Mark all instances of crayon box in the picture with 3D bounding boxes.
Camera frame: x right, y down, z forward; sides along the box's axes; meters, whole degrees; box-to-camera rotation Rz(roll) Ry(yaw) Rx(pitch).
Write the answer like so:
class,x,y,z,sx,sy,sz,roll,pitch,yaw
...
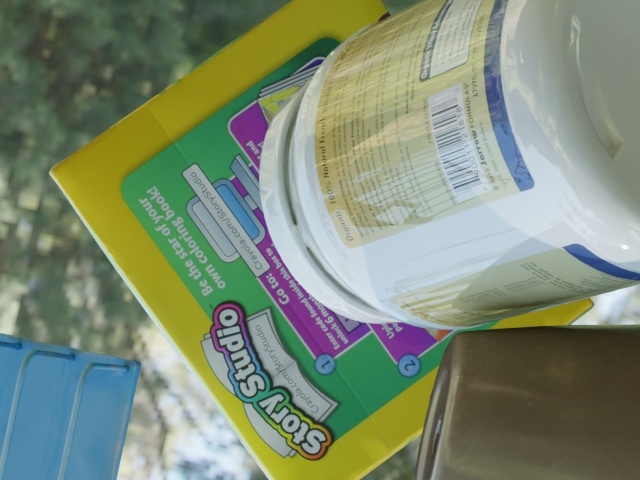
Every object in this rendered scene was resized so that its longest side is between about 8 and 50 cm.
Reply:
class,x,y,z,sx,sy,sz,roll,pitch,yaw
crayon box,0.000,0.000,1.658,0.363,0.313,0.106,55,176,-3

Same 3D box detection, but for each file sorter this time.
class,x,y,z,sx,sy,sz,roll,pitch,yaw
file sorter,-0.225,0.119,1.281,0.170,0.118,0.104,11,176,12

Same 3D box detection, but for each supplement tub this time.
class,x,y,z,sx,sy,sz,roll,pitch,yaw
supplement tub,0.124,-0.064,1.310,0.228,0.228,0.316,4,166,-36

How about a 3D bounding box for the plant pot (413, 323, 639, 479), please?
class,x,y,z,sx,sy,sz,roll,pitch,yaw
plant pot,0.185,0.151,1.283,0.229,0.263,0.263,13,-164,-1
